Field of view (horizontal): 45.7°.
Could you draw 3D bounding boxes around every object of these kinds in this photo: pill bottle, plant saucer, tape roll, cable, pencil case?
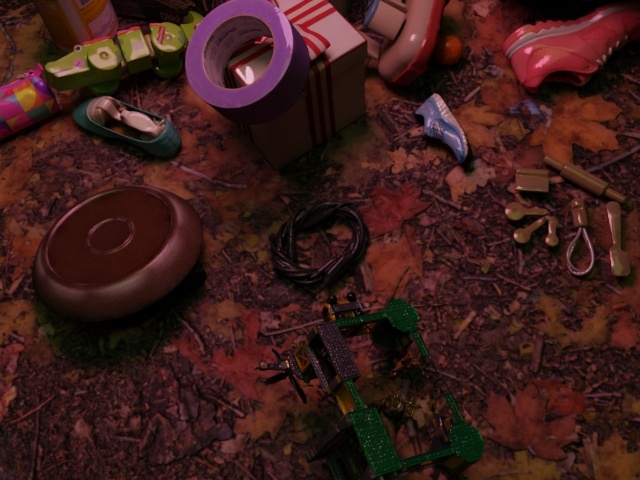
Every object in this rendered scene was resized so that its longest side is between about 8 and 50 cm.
[{"bbox_3d":[-0.482,-0.456,1.503,0.137,0.245,0.136,-2,63,3],"label":"pill bottle"},{"bbox_3d":[-0.362,0.004,1.328,0.311,0.050,0.310,-6,48,7],"label":"plant saucer"},{"bbox_3d":[-0.117,-0.289,1.231,0.189,0.080,0.188,-4,78,19],"label":"tape roll"},{"bbox_3d":[0.000,0.000,1.360,0.151,0.047,0.184,34,73,24],"label":"cable"},{"bbox_3d":[-0.636,-0.255,1.498,0.236,0.104,0.104,-32,66,-11],"label":"pencil case"}]

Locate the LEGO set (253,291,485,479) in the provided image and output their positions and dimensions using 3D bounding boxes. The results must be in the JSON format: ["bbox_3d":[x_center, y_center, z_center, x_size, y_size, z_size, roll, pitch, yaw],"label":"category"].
[{"bbox_3d":[0.073,0.264,1.177,0.255,0.192,0.331,-15,63,-37],"label":"LEGO set"}]

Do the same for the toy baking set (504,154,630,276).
[{"bbox_3d":[0.449,-0.041,1.356,0.256,0.030,0.196,29,72,17],"label":"toy baking set"}]

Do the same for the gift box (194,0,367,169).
[{"bbox_3d":[-0.075,-0.303,1.393,0.276,0.258,0.255,-38,67,-15],"label":"gift box"}]

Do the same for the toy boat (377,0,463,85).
[{"bbox_3d":[0.216,-0.400,1.506,0.151,0.151,0.231,24,64,-18],"label":"toy boat"}]

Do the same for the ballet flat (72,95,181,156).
[{"bbox_3d":[-0.383,-0.238,1.477,0.248,0.087,0.083,22,67,15],"label":"ballet flat"}]

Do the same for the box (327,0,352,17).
[{"bbox_3d":[-0.062,-0.565,1.521,0.231,0.262,0.126,19,66,14],"label":"box"}]

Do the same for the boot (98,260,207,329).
[{"bbox_3d":[-0.319,0.063,1.339,0.198,0.076,0.137,-26,58,-22],"label":"boot"}]

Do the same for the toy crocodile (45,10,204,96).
[{"bbox_3d":[-0.377,-0.373,1.506,0.341,0.115,0.105,-21,79,-17],"label":"toy crocodile"}]

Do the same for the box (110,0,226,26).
[{"bbox_3d":[-0.411,-0.578,1.520,0.395,0.318,0.097,12,66,11],"label":"box"}]

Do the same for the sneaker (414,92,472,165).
[{"bbox_3d":[0.232,-0.200,1.441,0.073,0.063,0.162,-32,60,8],"label":"sneaker"}]

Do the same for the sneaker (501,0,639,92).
[{"bbox_3d":[0.520,-0.367,1.483,0.314,0.116,0.136,-15,76,2],"label":"sneaker"}]

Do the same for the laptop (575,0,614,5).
[{"bbox_3d":[0.530,-0.601,1.512,0.382,0.236,0.407,14,65,10],"label":"laptop"}]

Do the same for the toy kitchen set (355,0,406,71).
[{"bbox_3d":[0.082,-0.462,1.513,0.122,0.166,0.207,24,52,-15],"label":"toy kitchen set"}]
